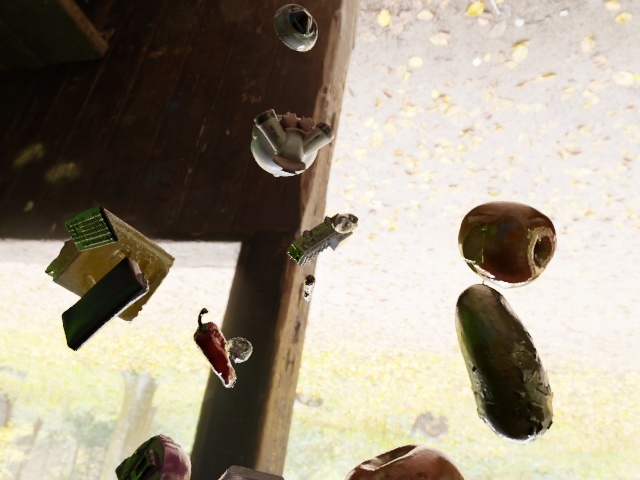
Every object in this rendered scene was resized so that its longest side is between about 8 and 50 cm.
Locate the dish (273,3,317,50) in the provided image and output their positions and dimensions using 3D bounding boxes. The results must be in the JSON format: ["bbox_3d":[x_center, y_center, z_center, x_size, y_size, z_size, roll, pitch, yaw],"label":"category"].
[{"bbox_3d":[-0.054,-0.623,1.431,0.141,0.141,0.078,24,154,-28],"label":"dish"}]

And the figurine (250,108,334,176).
[{"bbox_3d":[-0.125,-0.330,1.712,0.253,0.210,0.361,25,-178,-14],"label":"figurine"}]

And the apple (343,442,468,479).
[{"bbox_3d":[0.213,0.672,1.208,0.339,0.304,0.338,-18,164,-5],"label":"apple"}]

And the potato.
[{"bbox_3d":[0.275,0.177,0.763,0.113,0.251,0.149,-18,156,24],"label":"potato"}]

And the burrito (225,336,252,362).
[{"bbox_3d":[-0.210,0.275,1.283,0.064,0.064,0.203,14,169,-10],"label":"burrito"}]

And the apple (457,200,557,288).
[{"bbox_3d":[0.376,0.000,1.036,0.199,0.199,0.199,7,153,4],"label":"apple"}]

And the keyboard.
[{"bbox_3d":[-0.547,-0.033,1.244,0.381,0.041,0.103,-12,105,41],"label":"keyboard"}]

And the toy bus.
[{"bbox_3d":[0.000,0.000,2.258,0.139,0.302,0.113,48,146,13],"label":"toy bus"}]

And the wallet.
[{"bbox_3d":[-0.538,0.151,1.256,0.149,0.250,0.044,45,177,43],"label":"wallet"}]

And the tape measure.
[{"bbox_3d":[-0.533,0.745,1.574,0.149,0.245,0.231,45,177,-33],"label":"tape measure"}]

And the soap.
[{"bbox_3d":[-0.725,0.088,1.769,0.156,0.293,0.335,26,165,47],"label":"soap"}]

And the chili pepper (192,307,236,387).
[{"bbox_3d":[-0.399,0.419,1.907,0.110,0.110,0.387,-5,120,27],"label":"chili pepper"}]

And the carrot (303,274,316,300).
[{"bbox_3d":[-0.035,0.147,1.526,0.036,0.035,0.165,9,151,-1],"label":"carrot"}]

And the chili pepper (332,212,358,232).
[{"bbox_3d":[0.061,-0.046,1.316,0.041,0.050,0.153,-31,170,31],"label":"chili pepper"}]

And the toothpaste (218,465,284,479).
[{"bbox_3d":[-0.190,0.498,0.873,0.125,0.079,0.371,3,-176,19],"label":"toothpaste"}]
